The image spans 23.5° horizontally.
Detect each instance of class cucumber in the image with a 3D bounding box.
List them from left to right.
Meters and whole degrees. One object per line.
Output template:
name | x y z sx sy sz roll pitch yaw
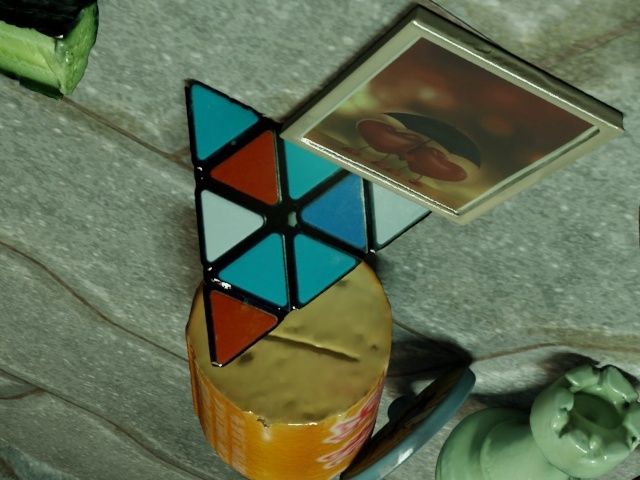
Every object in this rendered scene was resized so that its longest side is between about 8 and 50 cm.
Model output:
cucumber | -0.267 -0.193 1.386 0.193 0.086 0.115 13 156 28

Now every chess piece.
chess piece | 0.277 0.259 1.879 0.194 0.195 0.299 22 149 -8

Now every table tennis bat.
table tennis bat | 0.108 0.232 1.935 0.044 0.215 0.329 47 -178 0

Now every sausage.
sausage | -0.034 0.145 1.780 0.233 0.233 0.287 17 157 4

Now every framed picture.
framed picture | 0.110 -0.102 1.384 0.211 0.020 0.289 25 156 -16

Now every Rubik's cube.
Rubik's cube | 0.000 0.000 1.528 0.234 0.250 0.284 -4 149 3

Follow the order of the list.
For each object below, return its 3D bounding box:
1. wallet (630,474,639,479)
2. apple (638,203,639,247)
wallet | 0.401 0.305 1.918 0.026 0.176 0.095 56 163 18
apple | 0.354 -0.025 1.101 0.241 0.242 0.242 12 156 10
